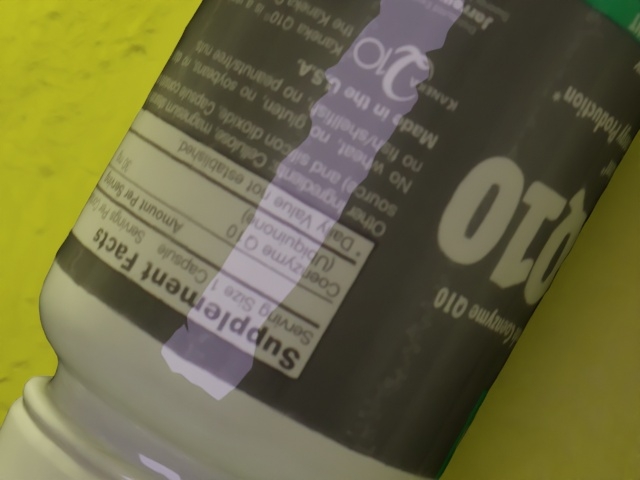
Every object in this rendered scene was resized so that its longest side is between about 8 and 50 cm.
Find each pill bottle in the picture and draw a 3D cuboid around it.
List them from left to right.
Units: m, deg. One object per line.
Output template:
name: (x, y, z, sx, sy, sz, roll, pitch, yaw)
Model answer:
pill bottle: (0.000, 0.000, 0.749, 0.204, 0.204, 0.361, 30, 92, 16)
